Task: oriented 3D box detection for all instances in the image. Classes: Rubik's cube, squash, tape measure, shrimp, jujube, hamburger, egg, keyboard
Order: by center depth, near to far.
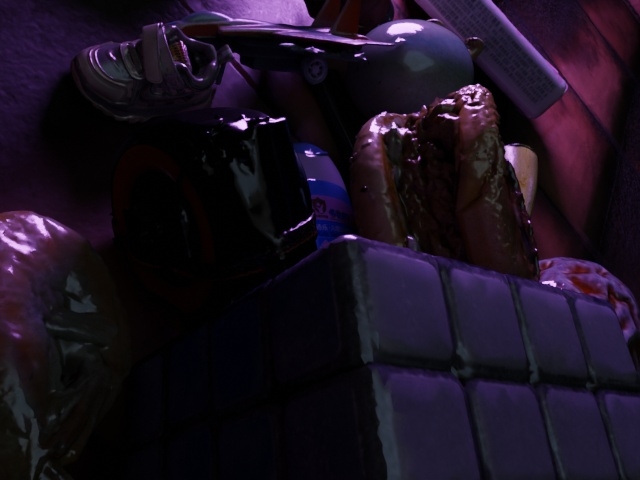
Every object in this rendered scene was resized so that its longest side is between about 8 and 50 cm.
[{"bbox_3d":[0.058,0.235,0.547,0.343,0.337,0.345,14,58,-37],"label":"Rubik's cube"},{"bbox_3d":[-0.217,0.115,0.557,0.168,0.077,0.317,-2,64,-47],"label":"shrimp"},{"bbox_3d":[-0.106,-0.021,0.636,0.135,0.222,0.202,-23,102,-46],"label":"tape measure"},{"bbox_3d":[0.157,-0.039,0.846,0.277,0.195,0.318,45,37,-52],"label":"hamburger"},{"bbox_3d":[0.348,0.157,0.959,0.246,0.215,0.308,40,43,-20],"label":"jujube"},{"bbox_3d":[0.048,-0.155,1.011,0.072,0.023,0.231,-12,75,-54],"label":"keyboard"},{"bbox_3d":[0.140,-0.251,1.038,0.236,0.169,0.169,-17,78,-44],"label":"egg"},{"bbox_3d":[0.328,-0.057,1.184,0.094,0.094,0.224,31,56,-26],"label":"squash"}]

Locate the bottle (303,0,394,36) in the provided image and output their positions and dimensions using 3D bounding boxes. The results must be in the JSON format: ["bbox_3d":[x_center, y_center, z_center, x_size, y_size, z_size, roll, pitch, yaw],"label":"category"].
[{"bbox_3d":[0.031,-0.404,1.037,0.271,0.143,0.156,22,73,-63],"label":"bottle"}]

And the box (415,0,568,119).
[{"bbox_3d":[0.311,-0.409,1.321,0.369,0.112,0.190,37,21,-20],"label":"box"}]

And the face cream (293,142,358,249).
[{"bbox_3d":[0.000,0.000,0.822,0.149,0.083,0.264,18,53,-52],"label":"face cream"}]

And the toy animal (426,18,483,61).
[{"bbox_3d":[0.180,-0.323,1.181,0.218,0.103,0.101,7,93,-40],"label":"toy animal"}]

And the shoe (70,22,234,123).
[{"bbox_3d":[-0.181,-0.190,0.760,0.180,0.092,0.089,-7,71,-45],"label":"shoe"}]

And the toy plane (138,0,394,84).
[{"bbox_3d":[-0.074,-0.258,0.886,0.326,0.223,0.104,-17,120,-25],"label":"toy plane"}]
